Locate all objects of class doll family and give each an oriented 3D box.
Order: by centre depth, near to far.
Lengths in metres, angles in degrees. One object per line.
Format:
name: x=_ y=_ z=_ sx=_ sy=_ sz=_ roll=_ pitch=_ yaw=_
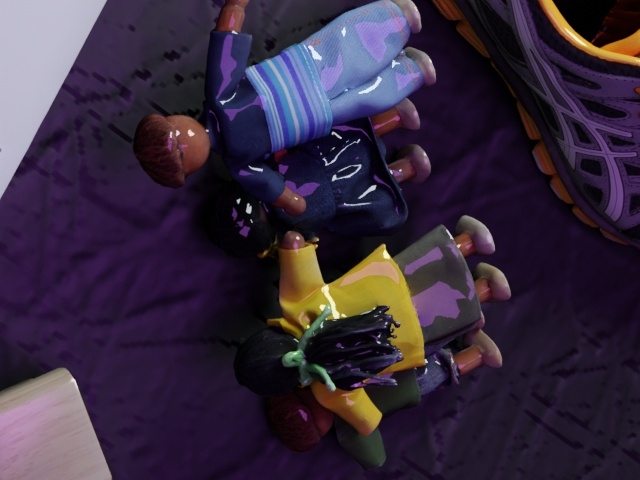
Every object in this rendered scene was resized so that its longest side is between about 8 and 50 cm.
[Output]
doll family: x=0.000 y=0.000 z=0.548 sx=0.111 sy=0.076 sz=0.193 roll=-24 pitch=101 yaw=-16

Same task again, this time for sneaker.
sneaker: x=0.121 y=-0.063 z=0.588 sx=0.215 sy=0.083 sz=0.084 roll=43 pitch=77 yaw=-24

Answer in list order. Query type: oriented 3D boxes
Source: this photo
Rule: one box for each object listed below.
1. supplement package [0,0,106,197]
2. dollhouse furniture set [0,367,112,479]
supplement package: x=-0.161 y=-0.153 z=0.354 sx=0.262 sy=0.145 sz=0.204 roll=35 pitch=80 yaw=-54
dollhouse furniture set: x=-0.165 y=0.256 z=0.443 sx=0.355 sy=0.174 sz=0.303 roll=-25 pitch=107 yaw=-20
